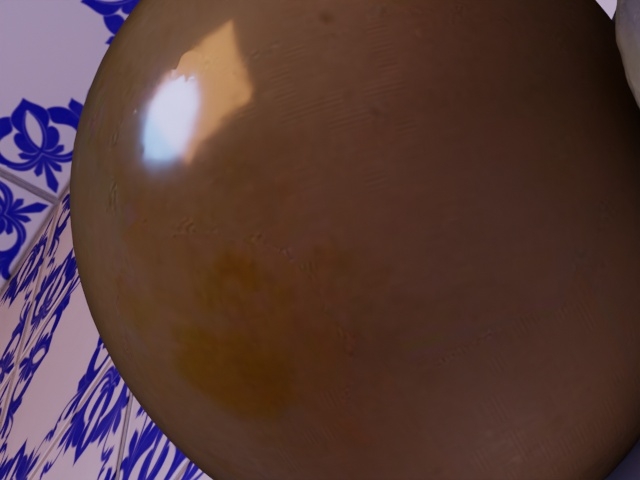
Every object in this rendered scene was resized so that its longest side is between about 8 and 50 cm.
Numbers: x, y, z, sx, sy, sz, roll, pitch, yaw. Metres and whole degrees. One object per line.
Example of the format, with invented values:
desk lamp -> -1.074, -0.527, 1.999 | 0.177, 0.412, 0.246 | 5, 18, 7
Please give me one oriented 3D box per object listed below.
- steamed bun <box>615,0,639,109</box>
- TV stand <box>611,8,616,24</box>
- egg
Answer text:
steamed bun -> 0.244, -0.143, 0.849 | 0.275, 0.206, 0.320 | -12, 54, 68
TV stand -> 0.249, -0.221, 1.267 | 0.256, 0.049, 0.040 | -65, 17, -14
egg -> 0.034, 0.001, 1.005 | 0.301, 0.374, 0.301 | -11, 43, 11
